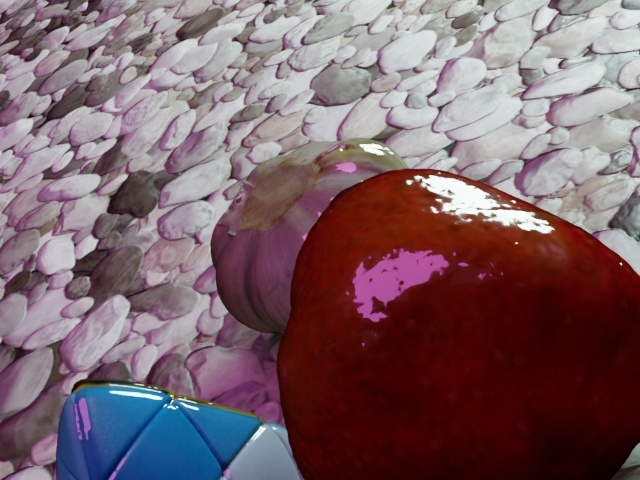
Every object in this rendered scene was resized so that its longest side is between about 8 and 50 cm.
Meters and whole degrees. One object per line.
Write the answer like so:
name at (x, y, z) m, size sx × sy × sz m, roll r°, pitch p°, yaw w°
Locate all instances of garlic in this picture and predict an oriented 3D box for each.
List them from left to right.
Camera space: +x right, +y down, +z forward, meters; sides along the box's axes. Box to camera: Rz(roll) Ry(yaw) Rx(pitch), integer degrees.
garlic at (0.000, 0.003, 1.018) m, size 0.228 × 0.152 × 0.227 m, roll -29°, pitch 41°, yaw 29°

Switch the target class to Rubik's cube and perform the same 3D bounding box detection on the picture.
Rubik's cube at (-0.139, 0.264, 0.822) m, size 0.254 × 0.254 × 0.254 m, roll -20°, pitch 37°, yaw 16°

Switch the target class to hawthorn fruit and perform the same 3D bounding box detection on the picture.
hawthorn fruit at (0.124, 0.088, 0.750) m, size 0.307 × 0.265 × 0.265 m, roll 3°, pitch 45°, yaw 15°
